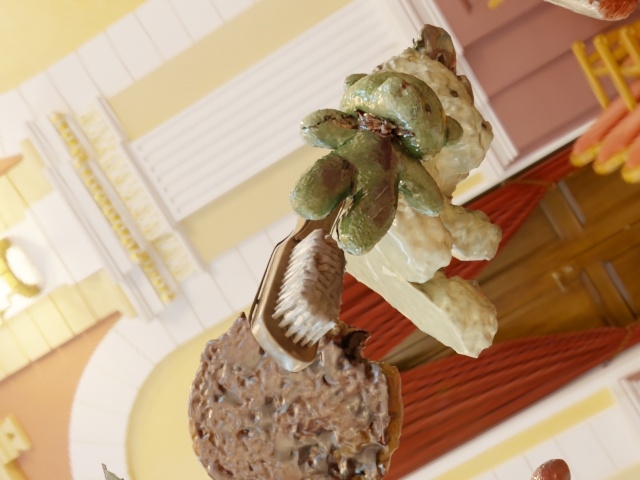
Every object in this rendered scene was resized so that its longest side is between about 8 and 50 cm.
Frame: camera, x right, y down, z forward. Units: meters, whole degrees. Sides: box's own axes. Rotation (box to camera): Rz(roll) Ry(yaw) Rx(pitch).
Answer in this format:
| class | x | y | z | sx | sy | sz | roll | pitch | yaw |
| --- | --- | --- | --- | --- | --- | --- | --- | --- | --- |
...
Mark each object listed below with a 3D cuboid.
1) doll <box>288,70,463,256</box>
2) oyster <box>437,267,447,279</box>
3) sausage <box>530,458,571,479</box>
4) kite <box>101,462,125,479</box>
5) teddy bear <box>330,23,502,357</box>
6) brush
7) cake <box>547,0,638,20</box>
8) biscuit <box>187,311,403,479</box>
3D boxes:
| class | x | y | z | sx | sy | sz | roll | pitch | yaw |
| --- | --- | --- | --- | --- | --- | --- | --- | --- | --- |
| doll | 0.040 | -0.059 | 0.598 | 0.115 | 0.150 | 0.077 | 29 | 147 | 0 |
| oyster | 0.177 | 0.056 | 1.661 | 0.056 | 0.105 | 0.177 | 57 | -174 | -38 |
| sausage | 0.414 | 0.428 | 1.602 | 0.094 | 0.059 | 0.054 | -17 | -86 | -46 |
| kite | -0.149 | 0.315 | 0.927 | 0.229 | 0.250 | 0.012 | 47 | -138 | -2 |
| teddy bear | 0.161 | -0.099 | 1.112 | 0.327 | 0.362 | 0.375 | 55 | 165 | -30 |
| brush | 0.000 | 0.000 | 0.862 | 0.070 | 0.065 | 0.327 | 43 | -153 | -17 |
| cake | 0.298 | -0.360 | 0.940 | 0.158 | 0.262 | 0.159 | 32 | -176 | 22 |
| biscuit | -0.037 | 0.242 | 1.306 | 0.081 | 0.333 | 0.290 | 34 | -115 | -68 |
